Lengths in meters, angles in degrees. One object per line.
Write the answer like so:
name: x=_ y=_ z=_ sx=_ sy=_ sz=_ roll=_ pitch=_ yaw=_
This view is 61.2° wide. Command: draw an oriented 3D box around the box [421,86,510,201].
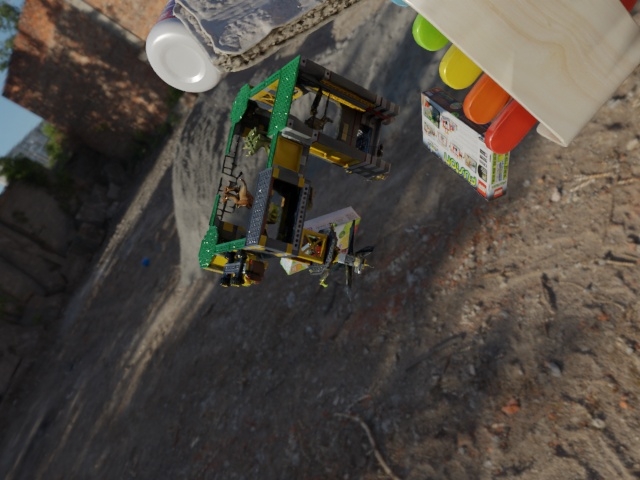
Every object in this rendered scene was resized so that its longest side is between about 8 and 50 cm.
box: x=0.239 y=-0.167 z=0.915 sx=0.036 sy=0.114 sz=0.207 roll=-22 pitch=42 yaw=-11

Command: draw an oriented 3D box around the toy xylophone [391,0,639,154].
toy xylophone: x=0.199 y=-0.219 z=0.482 sx=0.236 sy=0.322 sz=0.081 roll=-46 pitch=37 yaw=12

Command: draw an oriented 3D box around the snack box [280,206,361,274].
snack box: x=0.000 y=0.000 z=1.003 sx=0.037 sy=0.141 sz=0.100 roll=51 pitch=145 yaw=30

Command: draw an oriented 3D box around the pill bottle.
pill bottle: x=-0.282 y=-0.518 z=1.295 sx=0.181 sy=0.181 sz=0.323 roll=-35 pitch=35 yaw=44

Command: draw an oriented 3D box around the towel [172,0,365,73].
towel: x=-0.070 y=-0.367 z=0.808 sx=0.282 sy=0.049 sz=0.187 roll=-32 pitch=59 yaw=-7

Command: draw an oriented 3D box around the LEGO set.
LEGO set: x=-0.019 y=-0.075 z=0.749 sx=0.255 sy=0.192 sz=0.331 roll=-22 pitch=56 yaw=53
